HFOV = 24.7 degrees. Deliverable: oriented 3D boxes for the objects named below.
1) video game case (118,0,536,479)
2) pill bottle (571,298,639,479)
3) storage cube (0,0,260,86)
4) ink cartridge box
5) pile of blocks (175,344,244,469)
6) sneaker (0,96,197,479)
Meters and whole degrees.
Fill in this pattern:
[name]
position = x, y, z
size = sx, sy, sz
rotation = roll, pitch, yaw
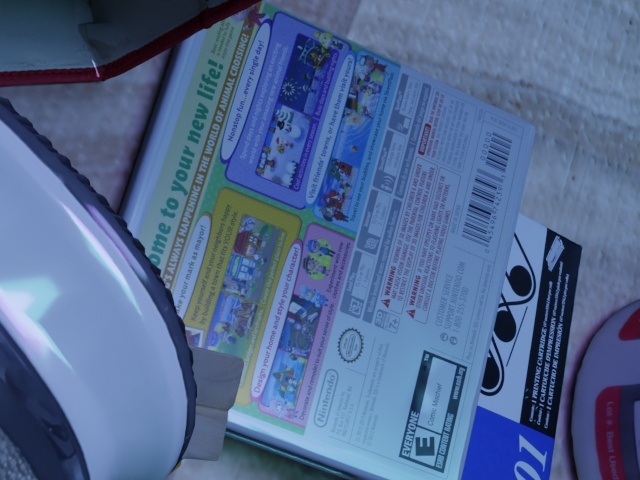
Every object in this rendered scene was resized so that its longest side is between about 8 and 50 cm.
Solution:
[video game case]
position = 0.000, 0.000, 0.708
size = 0.193, 0.023, 0.212
rotation = 22, 66, -16
[pill bottle]
position = 0.305, 0.098, 0.773
size = 0.176, 0.318, 0.176
rotation = 8, 76, -37
[storage cube]
position = -0.134, -0.172, 0.564
size = 0.215, 0.183, 0.193
rotation = -7, 84, -40
[ink cartridge box]
position = 0.078, 0.083, 0.770
size = 0.097, 0.046, 0.207
rotation = 25, 66, -32
[pile of blocks]
position = -0.187, 0.141, 0.512
size = 0.362, 0.112, 0.149
rotation = -31, 112, -31
[sneaker]
position = -0.266, -0.030, 0.373
size = 0.447, 0.169, 0.257
rotation = 43, 54, 5
